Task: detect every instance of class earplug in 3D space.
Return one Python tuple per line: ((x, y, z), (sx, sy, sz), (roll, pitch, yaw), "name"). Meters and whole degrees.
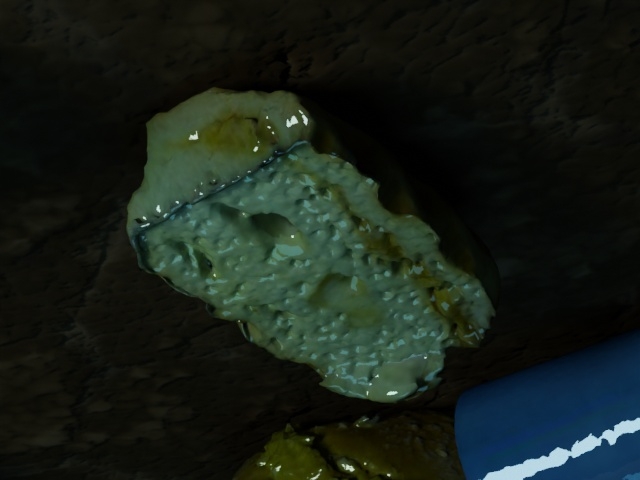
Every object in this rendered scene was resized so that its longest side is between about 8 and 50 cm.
((0.232, 0.104, 1.108), (0.273, 0.132, 0.132), (-26, 147, 24), "earplug")

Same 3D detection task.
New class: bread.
((0.000, 0.000, 0.897), (0.128, 0.088, 0.232), (-30, 140, 19), "bread")
((0.042, 0.236, 1.170), (0.195, 0.246, 0.176), (-16, 153, 7), "bread")
